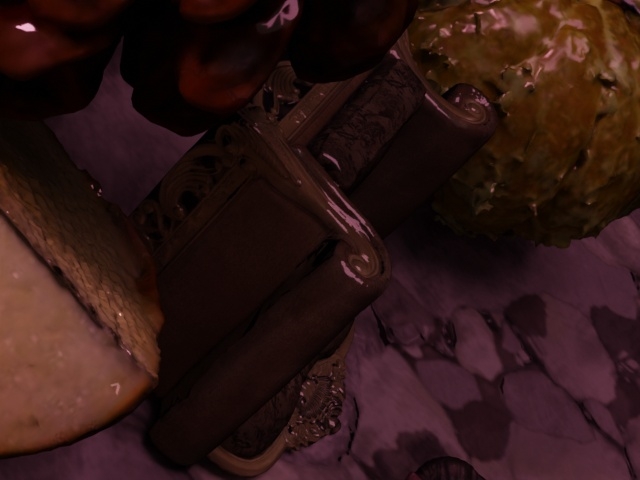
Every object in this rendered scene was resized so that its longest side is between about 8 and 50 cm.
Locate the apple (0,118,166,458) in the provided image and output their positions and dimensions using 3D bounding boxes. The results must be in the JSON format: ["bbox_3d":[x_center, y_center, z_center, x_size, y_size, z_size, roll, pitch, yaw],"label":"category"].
[{"bbox_3d":[-0.219,-0.033,0.896,0.346,0.179,0.254,46,56,0],"label":"apple"}]

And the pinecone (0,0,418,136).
[{"bbox_3d":[-0.060,-0.242,0.892,0.397,0.398,0.398,28,39,-25],"label":"pinecone"}]

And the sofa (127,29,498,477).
[{"bbox_3d":[0.000,0.000,1.081,0.182,0.200,0.258,42,33,-3],"label":"sofa"}]

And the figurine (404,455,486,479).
[{"bbox_3d":[0.080,0.189,1.105,0.072,0.054,0.129,36,37,-28],"label":"figurine"}]

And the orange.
[{"bbox_3d":[0.138,-0.129,1.338,0.300,0.223,0.301,-4,62,-36],"label":"orange"}]
